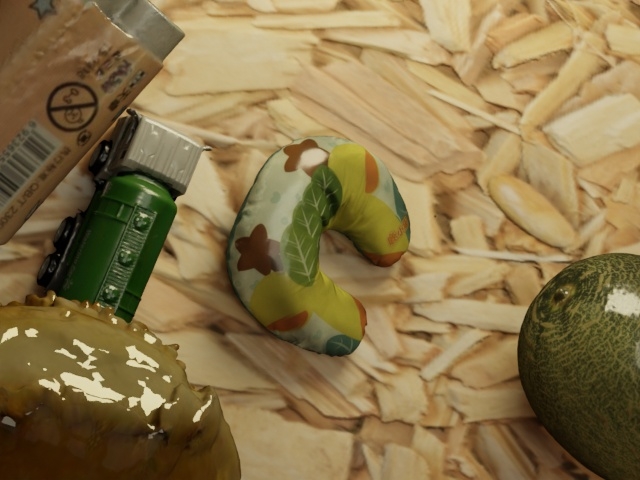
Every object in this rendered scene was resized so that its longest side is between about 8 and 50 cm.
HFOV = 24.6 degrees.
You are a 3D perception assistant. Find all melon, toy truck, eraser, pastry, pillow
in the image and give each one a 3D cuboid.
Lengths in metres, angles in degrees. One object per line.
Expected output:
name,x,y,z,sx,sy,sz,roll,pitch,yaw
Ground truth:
melon,0.369,0.160,1.691,0.248,0.248,0.329,-50,115,-16
toy truck,-0.206,-0.011,1.514,0.101,0.125,0.242,25,78,-20
eraser,-0.282,-0.144,1.453,0.290,0.087,0.171,-48,120,3
pastry,-0.277,0.230,1.388,0.409,0.245,0.410,-6,120,-11
pillow,0.000,0.000,1.631,0.214,0.086,0.233,37,73,-29
